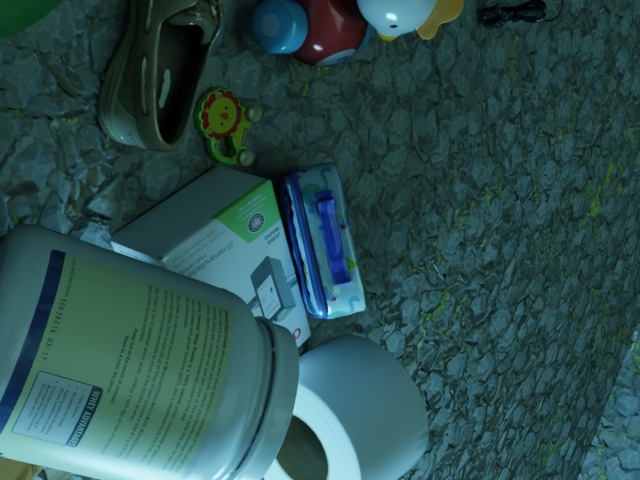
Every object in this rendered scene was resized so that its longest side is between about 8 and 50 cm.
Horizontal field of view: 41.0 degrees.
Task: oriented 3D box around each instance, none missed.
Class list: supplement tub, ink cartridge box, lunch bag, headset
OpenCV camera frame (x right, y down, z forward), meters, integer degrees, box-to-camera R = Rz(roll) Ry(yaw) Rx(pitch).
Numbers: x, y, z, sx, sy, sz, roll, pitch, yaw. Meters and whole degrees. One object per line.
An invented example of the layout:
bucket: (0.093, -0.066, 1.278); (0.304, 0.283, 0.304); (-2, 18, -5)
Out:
supplement tub: (-0.211, 0.139, 0.925); (0.325, 0.235, 0.235); (22, 86, -23)
ink cartridge box: (-0.138, 0.069, 1.161); (0.198, 0.115, 0.272); (-40, 131, -34)
lunch bag: (0.000, 0.000, 1.214); (0.090, 0.176, 0.218); (-13, 93, -8)
headset: (0.416, -0.567, 1.604); (0.243, 0.185, 0.394); (40, 57, -44)

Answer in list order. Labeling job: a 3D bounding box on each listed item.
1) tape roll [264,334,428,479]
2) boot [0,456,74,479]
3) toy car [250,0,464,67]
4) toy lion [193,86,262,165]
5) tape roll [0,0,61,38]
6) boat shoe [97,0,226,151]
tape roll: (0.021, 0.289, 1.327); (0.169, 0.246, 0.246); (-24, 121, -44)
boot: (-0.380, 0.252, 0.985); (0.197, 0.073, 0.152); (-39, 128, -43)
toy car: (0.072, -0.316, 1.135); (0.219, 0.238, 0.210); (-18, 127, -56)
toy lion: (-0.130, -0.155, 1.161); (0.096, 0.034, 0.100); (3, 101, -43)
tape roll: (-0.357, -0.347, 0.786); (0.321, 0.077, 0.321); (-21, 119, -44)
boat shoe: (-0.161, -0.271, 1.016); (0.122, 0.110, 0.340); (10, 96, -51)
